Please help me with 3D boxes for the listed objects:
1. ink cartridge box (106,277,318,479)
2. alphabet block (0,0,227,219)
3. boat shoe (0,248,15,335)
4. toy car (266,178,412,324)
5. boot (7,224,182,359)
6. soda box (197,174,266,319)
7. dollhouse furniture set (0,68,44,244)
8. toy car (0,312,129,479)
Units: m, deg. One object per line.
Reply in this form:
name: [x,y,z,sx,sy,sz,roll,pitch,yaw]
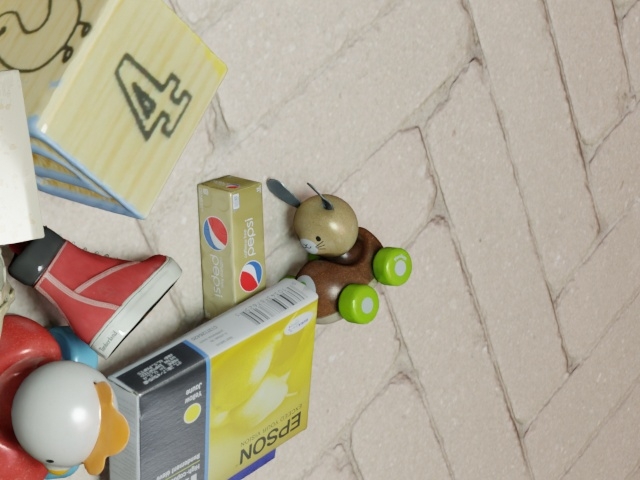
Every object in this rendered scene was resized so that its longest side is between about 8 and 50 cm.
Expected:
ink cartridge box: [-0.133,0.237,1.973,0.303,0.072,0.307,-30,134,-39]
alphabet block: [-0.252,-0.163,1.672,0.193,0.192,0.197,44,68,-48]
boat shoe: [-0.359,0.082,1.570,0.109,0.302,0.098,-25,109,6]
toy car: [0.000,0.000,2.050,0.149,0.155,0.188,-47,123,-30]
boot: [-0.261,0.027,1.801,0.088,0.176,0.244,-50,180,17]
soda box: [-0.110,0.014,1.985,0.058,0.061,0.181,-19,115,-45]
dollhouse furniture set: [-0.489,-0.050,1.423,0.394,0.256,0.362,-11,95,-30]
toy car: [-0.297,0.201,1.692,0.219,0.238,0.210,3,99,-49]
